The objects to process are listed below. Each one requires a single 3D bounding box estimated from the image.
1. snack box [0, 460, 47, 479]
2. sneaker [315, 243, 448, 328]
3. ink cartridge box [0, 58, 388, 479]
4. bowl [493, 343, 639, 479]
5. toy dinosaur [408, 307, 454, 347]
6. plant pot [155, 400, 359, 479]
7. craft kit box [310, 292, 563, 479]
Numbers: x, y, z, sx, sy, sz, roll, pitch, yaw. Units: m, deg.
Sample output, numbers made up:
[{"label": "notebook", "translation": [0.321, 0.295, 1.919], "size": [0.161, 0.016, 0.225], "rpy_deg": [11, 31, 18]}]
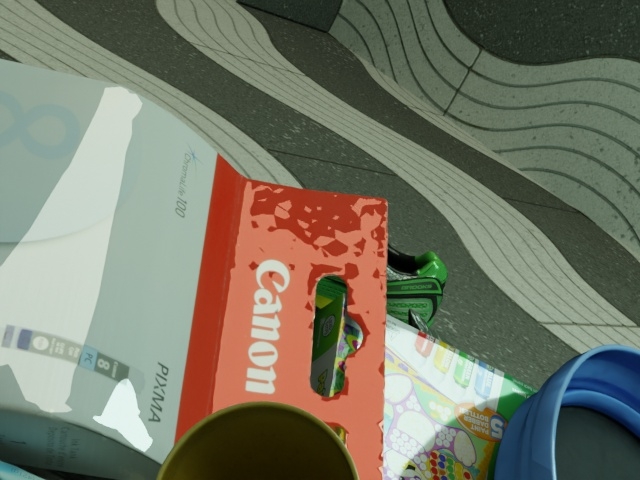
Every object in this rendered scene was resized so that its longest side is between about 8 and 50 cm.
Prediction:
[{"label": "snack box", "translation": [-0.138, 0.237, 0.709], "size": [0.322, 0.060, 0.187], "rpy_deg": [26, 17, -11]}, {"label": "sneaker", "translation": [0.000, 0.000, 1.460], "size": [0.344, 0.146, 0.134], "rpy_deg": [28, 17, -3]}, {"label": "ink cartridge box", "translation": [-0.127, 0.025, 0.883], "size": [0.385, 0.091, 0.308], "rpy_deg": [10, 51, -8]}, {"label": "bowl", "translation": [0.286, 0.278, 0.965], "size": [0.391, 0.077, 0.391], "rpy_deg": [30, 42, -32]}, {"label": "toy dinosaur", "translation": [0.090, 0.210, 1.084], "size": [0.322, 0.164, 0.218], "rpy_deg": [37, 23, -46]}, {"label": "plant pot", "translation": [-0.032, 0.182, 0.757], "size": [0.134, 0.134, 0.095], "rpy_deg": [38, -12, 25]}, {"label": "craft kit box", "translation": [0.090, 0.200, 0.957], "size": [0.250, 0.061, 0.246], "rpy_deg": [27, 53, -22]}]
